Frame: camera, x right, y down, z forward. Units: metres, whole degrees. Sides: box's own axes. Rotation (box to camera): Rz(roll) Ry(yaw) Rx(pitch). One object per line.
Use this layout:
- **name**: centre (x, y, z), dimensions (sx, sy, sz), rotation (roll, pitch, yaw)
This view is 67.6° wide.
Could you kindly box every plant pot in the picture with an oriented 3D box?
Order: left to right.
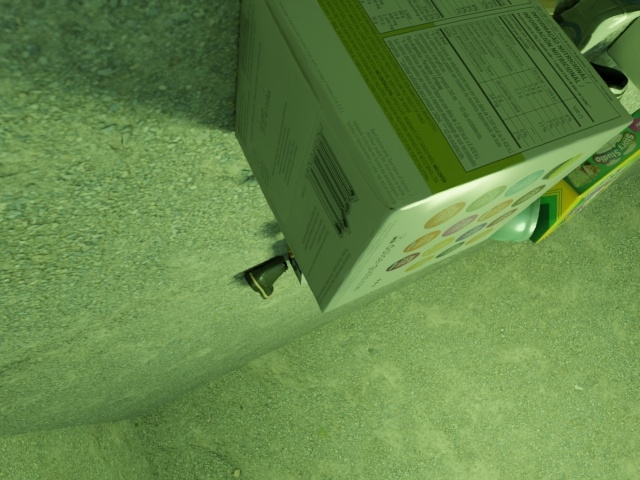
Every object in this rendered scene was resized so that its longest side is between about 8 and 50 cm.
- **plant pot**: centre (0.517, -0.132, 1.487), dimensions (0.197, 0.292, 0.293), rotation (-5, 161, -1)

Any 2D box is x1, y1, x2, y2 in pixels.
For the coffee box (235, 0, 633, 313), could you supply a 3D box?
- **coffee box**: centre (0.104, -0.154, 0.664), dimensions (0.335, 0.338, 0.337), rotation (-21, 162, -20)

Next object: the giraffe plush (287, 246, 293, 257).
- **giraffe plush**: centre (0.000, 0.000, 1.284), dimensions (0.171, 0.210, 0.181), rotation (-4, 134, 6)

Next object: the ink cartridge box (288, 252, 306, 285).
- **ink cartridge box**: centre (-0.059, 0.062, 1.463), dimensions (0.046, 0.097, 0.207), rotation (-23, 162, -12)

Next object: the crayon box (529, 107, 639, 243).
- **crayon box**: centre (0.789, -0.184, 1.429), dimensions (0.363, 0.106, 0.313), rotation (-34, 159, -14)

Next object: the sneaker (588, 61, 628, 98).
- **sneaker**: centre (0.606, -0.329, 1.269), dimensions (0.448, 0.169, 0.257), rotation (-28, 151, -7)

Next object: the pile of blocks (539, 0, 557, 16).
- **pile of blocks**: centre (0.296, -0.388, 0.709), dimensions (0.113, 0.148, 0.362), rotation (14, 156, 13)

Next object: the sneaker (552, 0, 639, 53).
- **sneaker**: centre (0.536, -0.439, 0.912), dimensions (0.297, 0.110, 0.129), rotation (-32, 178, 29)

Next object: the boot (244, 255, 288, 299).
- **boot**: centre (-0.150, 0.120, 1.548), dimensions (0.137, 0.076, 0.198), rotation (-32, 164, 0)

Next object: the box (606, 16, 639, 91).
- **box**: centre (0.865, -0.504, 1.044), dimensions (0.215, 0.168, 0.345), rotation (-21, 162, -19)
